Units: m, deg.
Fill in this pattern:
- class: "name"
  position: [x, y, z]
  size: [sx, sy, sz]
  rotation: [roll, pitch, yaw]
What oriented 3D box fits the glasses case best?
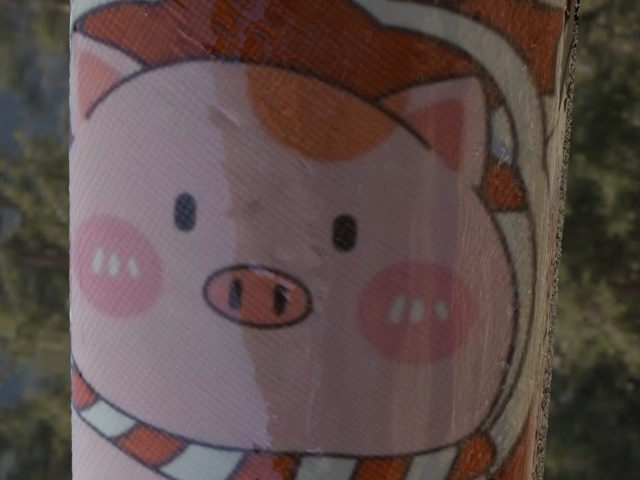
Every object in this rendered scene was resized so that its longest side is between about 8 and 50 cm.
- class: "glasses case"
  position: [0.000, 0.000, 0.398]
  size: [0.067, 0.103, 0.267]
  rotation: [-57, -30, -68]
